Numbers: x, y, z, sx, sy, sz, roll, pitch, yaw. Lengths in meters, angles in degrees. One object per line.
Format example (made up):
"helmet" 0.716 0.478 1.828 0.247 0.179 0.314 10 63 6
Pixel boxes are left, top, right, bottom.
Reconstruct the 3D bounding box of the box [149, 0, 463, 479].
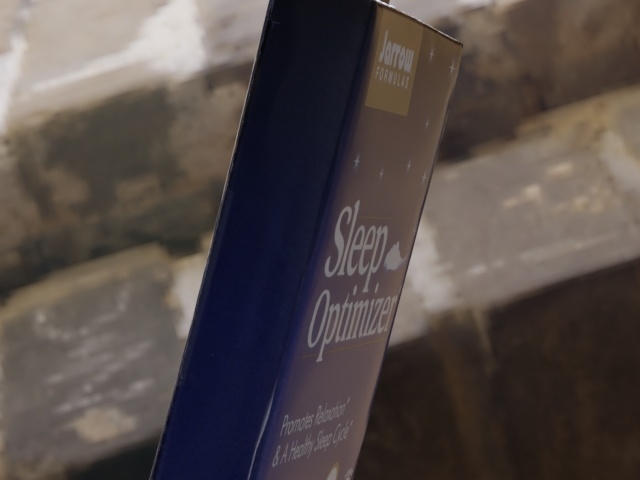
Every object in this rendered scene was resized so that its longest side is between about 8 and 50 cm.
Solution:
"box" 0.000 0.000 0.631 0.136 0.036 0.225 -2 105 -75
